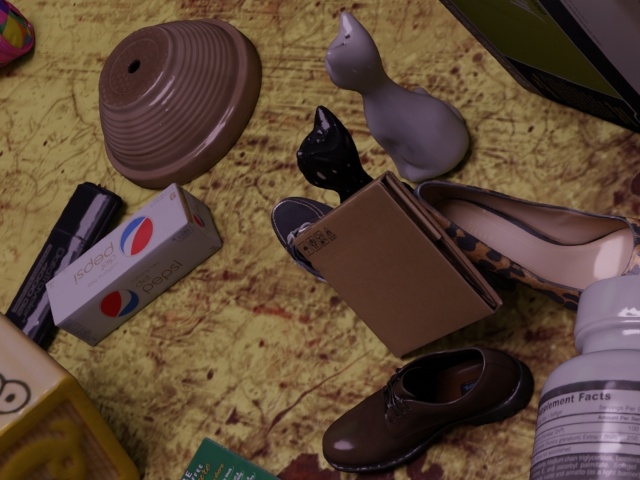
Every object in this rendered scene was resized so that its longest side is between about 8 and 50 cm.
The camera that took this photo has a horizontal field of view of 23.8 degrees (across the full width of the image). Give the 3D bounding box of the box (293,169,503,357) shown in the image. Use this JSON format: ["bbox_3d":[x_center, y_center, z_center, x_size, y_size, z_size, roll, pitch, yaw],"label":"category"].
[{"bbox_3d":[0.070,0.029,1.466,0.021,0.164,0.201,-44,5,-30],"label":"box"}]

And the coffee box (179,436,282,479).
[{"bbox_3d":[-0.080,0.286,1.560,0.184,0.040,0.113,19,77,44],"label":"coffee box"}]

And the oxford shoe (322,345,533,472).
[{"bbox_3d":[0.084,0.155,1.470,0.227,0.096,0.083,-30,51,23],"label":"oxford shoe"}]

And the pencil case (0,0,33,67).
[{"bbox_3d":[-0.535,-0.276,2.236,0.236,0.104,0.104,-21,53,27],"label":"pencil case"}]

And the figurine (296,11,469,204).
[{"bbox_3d":[0.057,-0.102,1.550,0.092,0.209,0.215,-15,47,34],"label":"figurine"}]

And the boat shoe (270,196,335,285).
[{"bbox_3d":[0.000,0.000,1.653,0.075,0.065,0.206,-50,44,3],"label":"boat shoe"}]

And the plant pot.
[{"bbox_3d":[-0.200,-0.192,1.903,0.237,0.109,0.237,-20,52,28],"label":"plant pot"}]

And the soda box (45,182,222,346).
[{"bbox_3d":[-0.225,0.030,1.816,0.216,0.069,0.074,-37,47,15],"label":"soda box"}]

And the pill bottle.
[{"bbox_3d":[0.260,0.197,1.242,0.176,0.176,0.319,-7,60,36],"label":"pill bottle"}]

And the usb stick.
[{"bbox_3d":[-0.338,0.052,1.912,0.077,0.045,0.278,21,78,37],"label":"usb stick"}]

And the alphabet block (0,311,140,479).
[{"bbox_3d":[-0.352,0.223,1.680,0.192,0.193,0.197,-41,42,-15],"label":"alphabet block"}]

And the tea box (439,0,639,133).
[{"bbox_3d":[0.275,-0.263,1.403,0.323,0.329,0.220,28,84,45],"label":"tea box"}]

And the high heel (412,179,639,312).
[{"bbox_3d":[0.215,-0.004,1.394,0.261,0.186,0.093,-2,63,38],"label":"high heel"}]
